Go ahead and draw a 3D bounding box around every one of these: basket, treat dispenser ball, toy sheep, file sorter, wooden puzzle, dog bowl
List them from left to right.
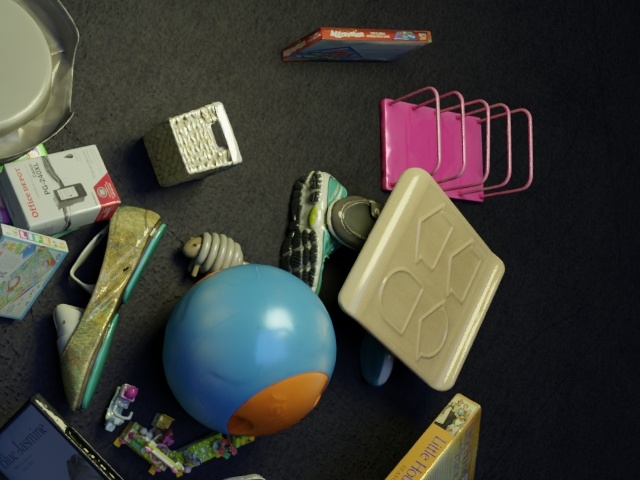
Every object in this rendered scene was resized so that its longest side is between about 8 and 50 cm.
[{"bbox_3d":[-0.536,-0.262,1.198,0.349,0.102,0.348,11,68,-27],"label":"dog bowl"},{"bbox_3d":[-0.227,-0.161,1.395,0.103,0.167,0.113,-22,96,-28],"label":"basket"},{"bbox_3d":[-0.186,0.031,1.443,0.132,0.091,0.091,19,73,-26],"label":"toy sheep"},{"bbox_3d":[-0.118,0.181,1.344,0.288,0.288,0.288,5,81,-34],"label":"treat dispenser ball"},{"bbox_3d":[0.196,0.080,1.579,0.348,0.080,0.322,42,67,-34],"label":"wooden puzzle"},{"bbox_3d":[0.300,-0.207,1.748,0.291,0.182,0.202,4,81,-34],"label":"file sorter"}]

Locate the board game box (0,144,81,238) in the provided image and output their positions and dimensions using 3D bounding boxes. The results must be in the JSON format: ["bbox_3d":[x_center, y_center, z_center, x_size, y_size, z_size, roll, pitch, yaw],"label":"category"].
[{"bbox_3d":[-0.555,-0.052,1.225,0.317,0.046,0.213,-30,101,-34],"label":"board game box"}]

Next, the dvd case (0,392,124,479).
[{"bbox_3d":[-0.373,0.356,1.183,0.253,0.180,0.022,47,34,-3],"label":"dvd case"}]

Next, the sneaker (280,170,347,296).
[{"bbox_3d":[0.000,0.000,1.568,0.110,0.107,0.275,24,70,-39],"label":"sneaker"}]

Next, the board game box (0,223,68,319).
[{"bbox_3d":[-0.465,0.051,1.210,0.103,0.154,0.026,20,29,-42],"label":"board game box"}]

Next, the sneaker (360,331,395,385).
[{"bbox_3d":[0.148,0.190,1.649,0.092,0.087,0.228,24,73,-32],"label":"sneaker"}]

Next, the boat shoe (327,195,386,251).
[{"bbox_3d":[0.147,-0.019,1.620,0.335,0.095,0.112,22,67,-48],"label":"boat shoe"}]

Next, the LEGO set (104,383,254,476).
[{"bbox_3d":[-0.224,0.341,1.359,0.287,0.107,0.132,23,71,-30],"label":"LEGO set"}]

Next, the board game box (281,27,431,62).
[{"bbox_3d":[0.076,-0.398,1.643,0.281,0.145,0.027,-8,87,-35],"label":"board game box"}]

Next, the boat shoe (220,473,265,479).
[{"bbox_3d":[-0.144,0.443,1.444,0.100,0.035,0.035,-1,84,-35],"label":"boat shoe"}]

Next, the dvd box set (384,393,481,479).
[{"bbox_3d":[0.161,0.526,1.526,0.420,0.062,0.307,-42,145,-31],"label":"dvd box set"}]

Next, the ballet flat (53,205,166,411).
[{"bbox_3d":[-0.365,0.099,1.305,0.123,0.123,0.348,30,68,-28],"label":"ballet flat"}]

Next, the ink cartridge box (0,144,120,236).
[{"bbox_3d":[-0.407,-0.075,1.249,0.150,0.063,0.109,-20,79,-35],"label":"ink cartridge box"}]
